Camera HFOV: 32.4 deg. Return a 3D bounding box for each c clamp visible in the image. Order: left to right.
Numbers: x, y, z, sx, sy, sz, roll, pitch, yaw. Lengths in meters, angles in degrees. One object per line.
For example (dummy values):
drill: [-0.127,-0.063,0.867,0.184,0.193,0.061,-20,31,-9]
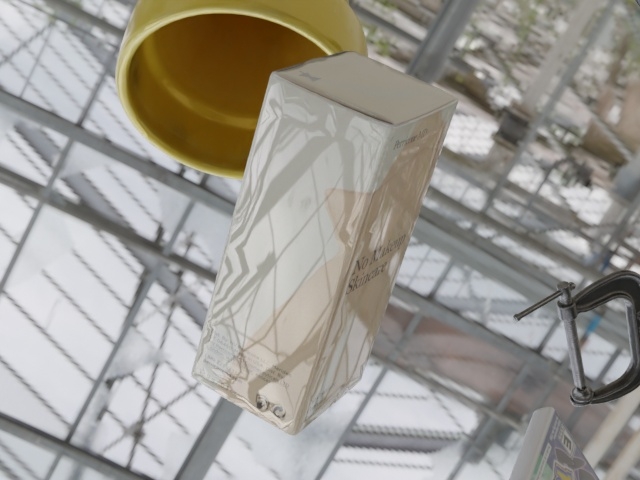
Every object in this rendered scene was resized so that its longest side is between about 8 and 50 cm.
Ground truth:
c clamp: [0.248,0.093,1.013,0.022,0.137,0.160,39,156,56]

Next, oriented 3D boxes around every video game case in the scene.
video game case: [0.205,0.269,0.909,0.183,0.023,0.201,56,-143,-16]

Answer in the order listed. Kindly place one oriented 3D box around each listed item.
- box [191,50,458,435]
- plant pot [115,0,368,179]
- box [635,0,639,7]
box: [0.000,0.000,0.991,0.121,0.311,0.148,27,-151,20]
plant pot: [-0.069,-0.231,1.172,0.254,0.254,0.239,24,-129,-19]
box: [0.320,-0.208,0.793,0.056,0.183,0.231,-5,-119,-40]
